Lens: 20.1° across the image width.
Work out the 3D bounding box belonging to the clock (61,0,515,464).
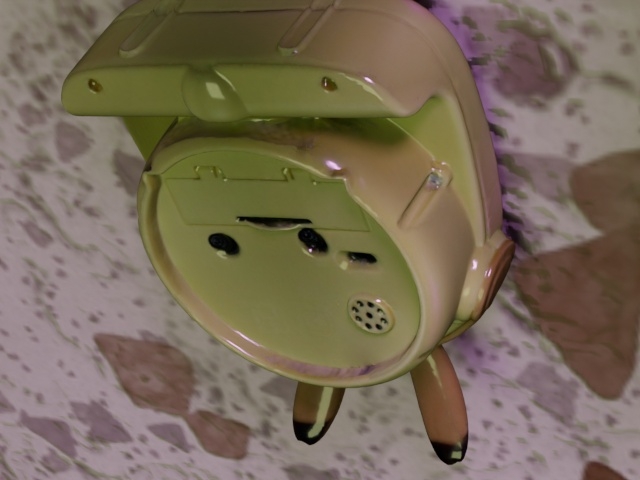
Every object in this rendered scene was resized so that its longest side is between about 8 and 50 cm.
[{"bbox_3d":[0.000,0.000,0.782,0.170,0.069,0.232,2,130,32],"label":"clock"}]
